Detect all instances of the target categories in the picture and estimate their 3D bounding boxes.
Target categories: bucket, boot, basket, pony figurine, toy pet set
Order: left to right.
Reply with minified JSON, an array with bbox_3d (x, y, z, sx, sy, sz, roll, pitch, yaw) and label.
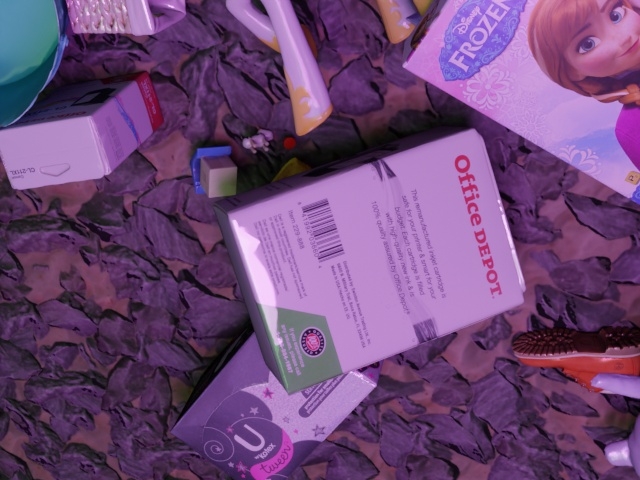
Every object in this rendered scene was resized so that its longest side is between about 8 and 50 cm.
[{"bbox_3d":[-0.412,-0.257,1.146,0.281,0.183,0.281,-1,113,-2],"label":"bucket"},{"bbox_3d":[-0.226,-0.315,1.144,0.103,0.113,0.167,-2,113,17],"label":"basket"},{"bbox_3d":[-0.097,-0.080,1.268,0.114,0.065,0.122,-7,122,-22],"label":"toy pet set"},{"bbox_3d":[-0.018,-0.330,1.003,0.351,0.302,0.363,-32,112,28],"label":"pony figurine"},{"bbox_3d":[0.316,0.154,1.272,0.158,0.059,0.084,1,120,12],"label":"boot"}]

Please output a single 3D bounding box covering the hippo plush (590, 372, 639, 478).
[{"bbox_3d":[0.450,0.191,1.148,0.234,0.294,0.236,16,128,27],"label":"hippo plush"}]

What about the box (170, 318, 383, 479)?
[{"bbox_3d":[-0.048,0.182,1.321,0.163,0.142,0.247,38,118,-6],"label":"box"}]

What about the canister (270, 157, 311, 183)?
[{"bbox_3d":[0.000,0.000,1.242,0.170,0.073,0.126,36,102,-16],"label":"canister"}]

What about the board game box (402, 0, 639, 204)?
[{"bbox_3d":[0.289,-0.210,0.915,0.318,0.066,0.318,28,122,-11],"label":"board game box"}]

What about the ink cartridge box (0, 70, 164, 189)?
[{"bbox_3d":[-0.277,-0.131,1.207,0.128,0.175,0.072,-7,113,16],"label":"ink cartridge box"}]

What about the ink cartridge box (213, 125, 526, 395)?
[{"bbox_3d":[0.055,0.014,1.147,0.289,0.121,0.211,-19,102,-11],"label":"ink cartridge box"}]
